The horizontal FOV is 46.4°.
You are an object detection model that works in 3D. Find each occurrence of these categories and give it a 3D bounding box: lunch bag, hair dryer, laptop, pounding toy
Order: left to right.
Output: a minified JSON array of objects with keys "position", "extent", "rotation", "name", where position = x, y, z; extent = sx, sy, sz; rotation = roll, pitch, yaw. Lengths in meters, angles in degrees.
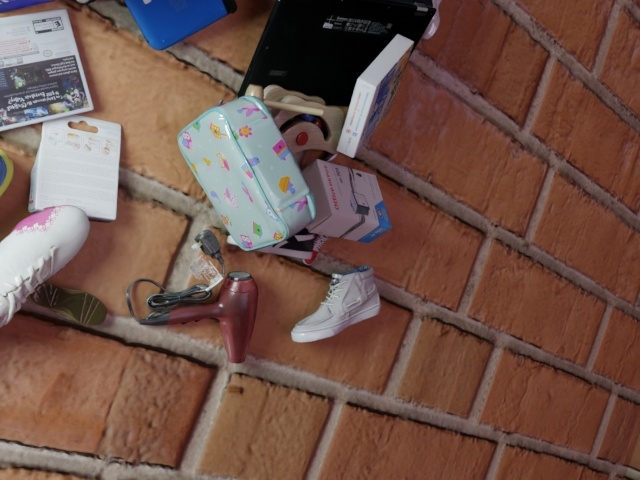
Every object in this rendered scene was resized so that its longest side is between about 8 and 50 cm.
[{"position":[-0.231,0.135,1.501],"extent":[0.223,0.080,0.293],"rotation":[-40,116,-6],"name":"hair dryer"},{"position":[-0.140,-0.124,1.385],"extent":[0.108,0.224,0.279],"rotation":[-32,98,-31],"name":"lunch bag"},{"position":[-0.054,-0.209,1.480],"extent":[0.269,0.155,0.154],"rotation":[5,113,-44],"name":"pounding toy"},{"position":[0.019,-0.509,1.531],"extent":[0.382,0.236,0.408],"rotation":[-5,140,-36],"name":"laptop"}]

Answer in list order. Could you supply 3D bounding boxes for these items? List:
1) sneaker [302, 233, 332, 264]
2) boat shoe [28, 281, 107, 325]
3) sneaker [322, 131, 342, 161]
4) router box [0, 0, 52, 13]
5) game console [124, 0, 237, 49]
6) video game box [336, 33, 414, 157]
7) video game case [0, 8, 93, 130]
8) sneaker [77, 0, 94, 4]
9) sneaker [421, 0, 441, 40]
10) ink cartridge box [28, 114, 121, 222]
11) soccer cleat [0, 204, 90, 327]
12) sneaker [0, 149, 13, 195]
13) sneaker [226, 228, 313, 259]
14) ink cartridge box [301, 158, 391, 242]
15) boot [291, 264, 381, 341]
[{"position":[0.000,0.000,1.634],"extent":[0.042,0.067,0.118],"rotation":[20,87,-38],"name":"sneaker"},{"position":[-0.453,0.111,1.333],"extent":[0.153,0.048,0.056],"rotation":[26,78,-44],"name":"boat shoe"},{"position":[0.025,-0.207,1.639],"extent":[0.035,0.031,0.083],"rotation":[43,68,-21],"name":"sneaker"},{"position":[-0.424,-0.486,1.041],"extent":[0.082,0.335,0.301],"rotation":[4,97,-39],"name":"router box"},{"position":[-0.255,-0.520,1.270],"extent":[0.250,0.173,0.293],"rotation":[-30,147,-4],"name":"game console"},{"position":[0.113,-0.297,1.538],"extent":[0.205,0.048,0.187],"rotation":[-54,170,-41],"name":"video game box"},{"position":[-0.488,-0.280,1.230],"extent":[0.190,0.022,0.173],"rotation":[-22,108,-33],"name":"video game case"},{"position":[-0.366,-0.537,1.237],"extent":[0.118,0.110,0.292],"rotation":[19,93,-15],"name":"sneaker"},{"position":[0.245,-0.537,1.727],"extent":[0.061,0.054,0.152],"rotation":[14,85,-29],"name":"sneaker"},{"position":[-0.429,-0.128,1.311],"extent":[0.145,0.045,0.179],"rotation":[8,76,-37],"name":"ink cartridge box"},{"position":[-0.500,0.072,1.197],"extent":[0.331,0.143,0.116],"rotation":[-37,135,-17],"name":"soccer cleat"},{"position":[-0.567,-0.052,1.147],"extent":[0.091,0.126,0.240],"rotation":[30,72,-10],"name":"sneaker"},{"position":[-0.099,-0.033,1.554],"extent":[0.217,0.079,0.121],"rotation":[11,88,-45],"name":"sneaker"},{"position":[0.048,-0.081,1.596],"extent":[0.191,0.082,0.139],"rotation":[11,56,-46],"name":"ink cartridge box"},{"position":[0.029,0.135,1.680],"extent":[0.258,0.095,0.123],"rotation":[-20,105,-42],"name":"boot"}]
